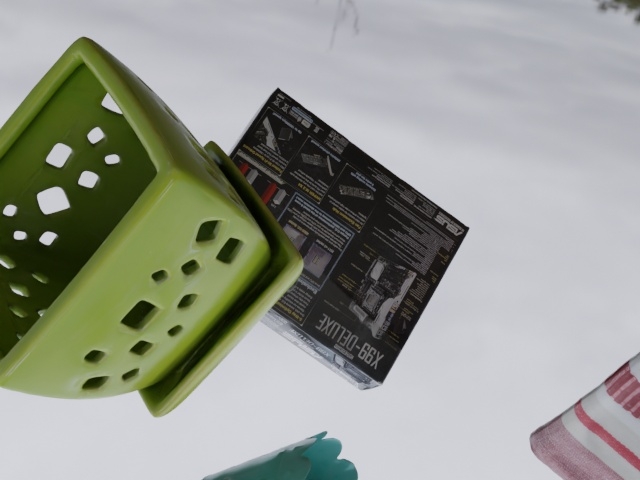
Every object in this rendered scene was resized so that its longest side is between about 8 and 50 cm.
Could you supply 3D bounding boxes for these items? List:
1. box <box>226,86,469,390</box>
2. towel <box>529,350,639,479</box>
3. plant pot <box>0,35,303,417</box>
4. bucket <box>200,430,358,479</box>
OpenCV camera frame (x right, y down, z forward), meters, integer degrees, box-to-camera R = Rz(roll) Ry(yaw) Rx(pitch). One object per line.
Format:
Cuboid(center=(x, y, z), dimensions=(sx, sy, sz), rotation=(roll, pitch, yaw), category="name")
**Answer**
Cuboid(center=(0.000, 0.000, 1.279), dimensions=(0.307, 0.242, 0.076), rotation=(35, 158, -9), category="box")
Cuboid(center=(0.305, 0.152, 0.696), dimensions=(0.237, 0.329, 0.037), rotation=(39, -123, 7), category="towel")
Cuboid(center=(-0.162, 0.003, 0.891), dimensions=(0.207, 0.227, 0.228), rotation=(32, -166, -45), category="plant pot")
Cuboid(center=(-0.043, 0.412, 1.406), dimensions=(0.183, 0.281, 0.281), rotation=(-19, -167, 15), category="bucket")
